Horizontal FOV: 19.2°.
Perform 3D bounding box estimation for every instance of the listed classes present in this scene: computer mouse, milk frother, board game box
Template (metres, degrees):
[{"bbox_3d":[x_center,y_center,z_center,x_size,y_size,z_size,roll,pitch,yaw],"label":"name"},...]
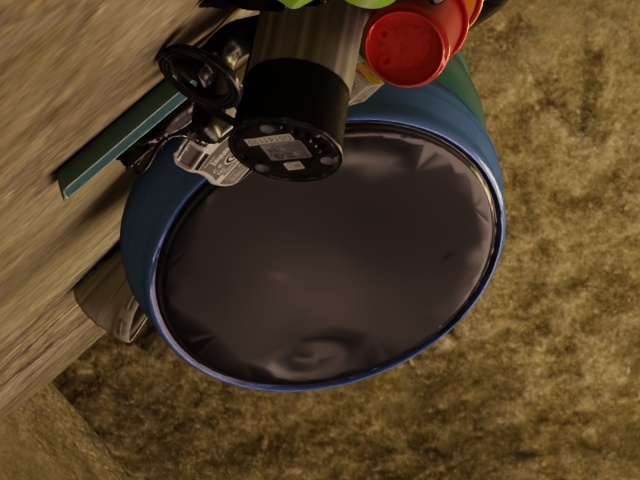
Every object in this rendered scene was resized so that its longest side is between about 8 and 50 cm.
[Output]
[{"bbox_3d":[-0.103,-0.090,1.644,0.106,0.042,0.193,-46,161,7],"label":"computer mouse"},{"bbox_3d":[-0.040,-0.136,1.354,0.143,0.129,0.135,76,20,-59],"label":"milk frother"},{"bbox_3d":[0.004,-0.161,1.592,0.026,0.103,0.154,-41,180,9],"label":"board game box"}]

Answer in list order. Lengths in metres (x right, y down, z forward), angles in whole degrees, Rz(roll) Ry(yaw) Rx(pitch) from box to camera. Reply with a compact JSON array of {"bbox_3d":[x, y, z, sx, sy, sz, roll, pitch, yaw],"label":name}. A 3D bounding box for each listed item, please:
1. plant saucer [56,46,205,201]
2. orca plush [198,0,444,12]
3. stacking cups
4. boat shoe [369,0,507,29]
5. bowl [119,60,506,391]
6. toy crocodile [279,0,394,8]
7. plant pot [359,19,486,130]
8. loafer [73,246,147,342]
[{"bbox_3d":[-0.130,-0.101,1.461,0.192,0.018,0.067,-40,180,-9],"label":"plant saucer"},{"bbox_3d":[0.056,-0.208,1.291,0.287,0.102,0.151,-41,180,-45],"label":"orca plush"},{"bbox_3d":[0.098,-0.204,1.460,0.096,0.096,0.316,-41,-167,25],"label":"stacking cups"},{"bbox_3d":[0.168,-0.296,1.651,0.324,0.122,0.120,-41,-176,34],"label":"boat shoe"},{"bbox_3d":[0.000,0.000,1.872,0.391,0.391,0.077,-41,-140,19],"label":"bowl"},{"bbox_3d":[0.080,-0.241,1.179,0.340,0.105,0.115,-36,176,-34],"label":"toy crocodile"},{"bbox_3d":[0.061,-0.124,2.077,0.271,0.271,0.255,-41,-165,29],"label":"plant pot"},{"bbox_3d":[-0.201,0.027,2.427,0.112,0.111,0.319,-41,180,-43],"label":"loafer"}]
